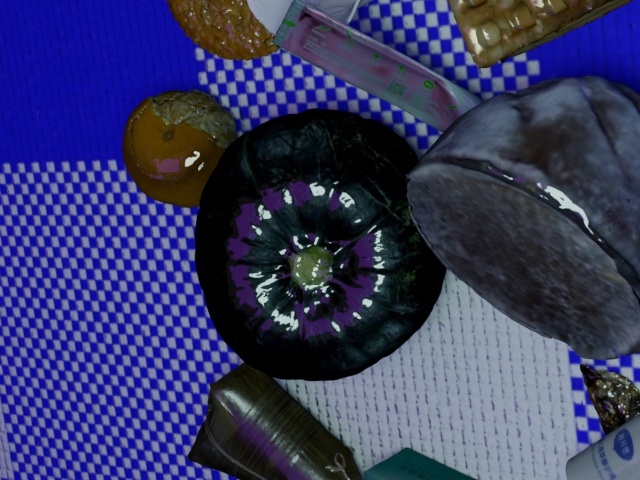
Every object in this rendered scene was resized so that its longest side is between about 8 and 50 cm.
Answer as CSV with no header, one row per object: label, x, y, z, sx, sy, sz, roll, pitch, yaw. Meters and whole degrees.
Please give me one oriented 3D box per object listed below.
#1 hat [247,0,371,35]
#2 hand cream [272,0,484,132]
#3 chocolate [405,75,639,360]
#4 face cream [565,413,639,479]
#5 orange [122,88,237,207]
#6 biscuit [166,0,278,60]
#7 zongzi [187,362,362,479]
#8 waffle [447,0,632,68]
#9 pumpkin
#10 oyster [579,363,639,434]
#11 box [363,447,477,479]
hat,0.014,-0.323,1.721,0.203,0.126,0.203,12,110,35
hand cream,0.080,-0.176,1.677,0.275,0.050,0.079,28,119,-5
chocolate,0.261,-0.049,1.551,0.303,0.213,0.303,33,160,14
face cream,0.374,0.201,1.599,0.250,0.077,0.077,-39,78,29
orange,-0.174,-0.116,1.934,0.156,0.134,0.157,-1,76,5
biscuit,-0.109,-0.344,1.871,0.254,0.035,0.254,12,110,35
zongzi,-0.059,0.303,1.987,0.247,0.111,0.241,43,143,13
waffle,0.247,-0.322,1.541,0.308,0.091,0.213,-23,93,47
pumpkin,0.000,0.000,1.759,0.315,0.238,0.315,3,104,13
oyster,0.330,0.197,1.683,0.132,0.029,0.086,33,120,20
box,0.121,0.398,1.863,0.153,0.092,0.245,21,115,32
